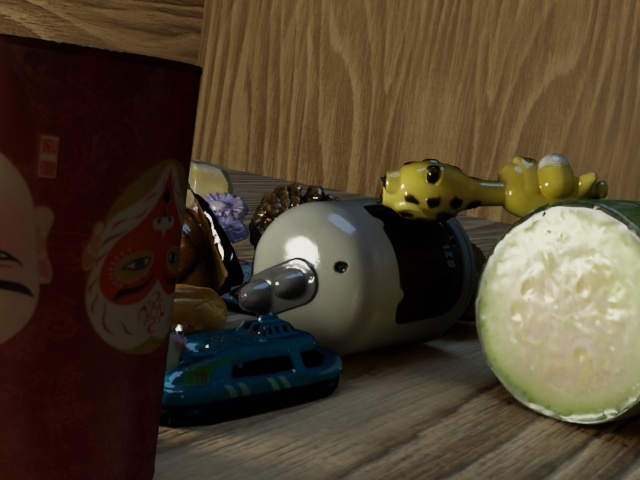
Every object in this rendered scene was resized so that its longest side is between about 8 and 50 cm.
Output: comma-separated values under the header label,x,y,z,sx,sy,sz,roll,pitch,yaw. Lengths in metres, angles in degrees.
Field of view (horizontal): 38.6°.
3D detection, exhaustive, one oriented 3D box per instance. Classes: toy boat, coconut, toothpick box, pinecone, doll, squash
label,x,y,z,sx,sy,sz,roll,pitch,yaw
toy boat,-0.088,0.121,0.987,0.134,0.092,0.298,10,8,38
coconut,-0.312,-0.133,2.334,0.152,0.147,0.147,9,7,-25
toothpick box,0.036,0.050,1.219,0.229,0.229,0.316,14,12,37
pinecone,-0.027,-0.004,1.629,0.179,0.184,0.204,9,-18,43
doll,0.217,-0.064,1.159,0.291,0.086,0.117,-1,-17,-4
squash,0.415,0.081,1.159,0.384,0.263,0.263,1,11,-44
toothpick box,-0.210,0.018,0.707,0.204,0.333,0.204,8,7,-1

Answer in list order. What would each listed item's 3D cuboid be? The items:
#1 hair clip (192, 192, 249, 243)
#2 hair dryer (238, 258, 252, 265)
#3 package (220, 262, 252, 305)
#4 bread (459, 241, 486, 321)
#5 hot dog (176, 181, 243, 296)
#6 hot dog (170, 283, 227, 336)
label,x,y,z,sx,sy,sz,roll,pitch,yaw
hair clip,-0.176,-0.023,1.595,0.106,0.085,0.292,2,18,-4
hair dryer,-0.180,0.038,1.588,0.181,0.064,0.117,16,11,15
package,-0.045,0.091,1.404,0.239,0.030,0.154,16,21,15
bread,0.176,0.052,1.451,0.229,0.123,0.230,16,-8,2
hot dog,-0.217,0.012,1.296,0.107,0.194,0.326,-24,-4,-18
hot dog,-0.265,0.090,0.997,0.337,0.100,0.135,4,1,-36
